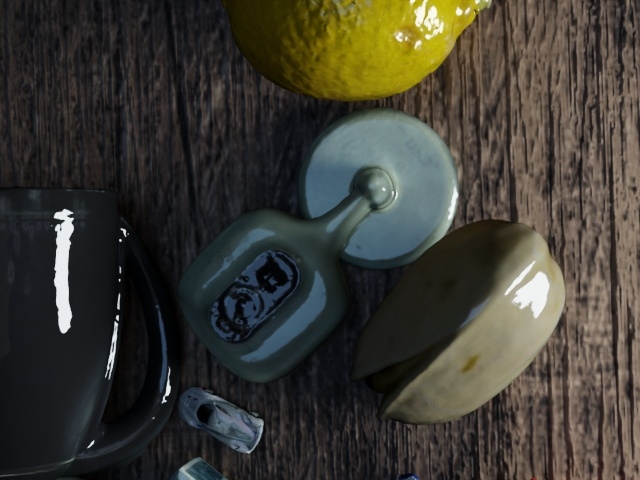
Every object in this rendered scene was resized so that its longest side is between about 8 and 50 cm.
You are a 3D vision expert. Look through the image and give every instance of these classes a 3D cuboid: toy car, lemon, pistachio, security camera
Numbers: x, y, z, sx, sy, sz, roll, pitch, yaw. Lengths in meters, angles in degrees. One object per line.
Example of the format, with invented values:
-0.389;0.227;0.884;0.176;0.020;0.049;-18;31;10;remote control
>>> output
-0.102;0.178;0.993;0.093;0.025;0.041;24;94;10;toy car
0.022;-0.217;0.885;0.257;0.188;0.188;9;92;16;lemon
0.119;0.079;0.895;0.137;0.153;0.238;52;126;16;pistachio
0.000;0.000;0.949;0.301;0.080;0.157;-44;82;5;security camera

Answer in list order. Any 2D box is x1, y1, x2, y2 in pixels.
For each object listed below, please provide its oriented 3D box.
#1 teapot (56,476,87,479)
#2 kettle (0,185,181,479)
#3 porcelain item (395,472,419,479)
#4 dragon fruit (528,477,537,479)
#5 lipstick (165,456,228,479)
-0.270;0.329;0.975;0.294;0.129;0.193;4;92;11;teapot
-0.263;0.095;0.946;0.268;0.207;0.290;-2;89;-24;kettle
0.104;0.295;0.956;0.075;0.021;0.136;5;92;7;porcelain item
0.185;0.302;0.846;0.268;0.205;0.210;-20;87;10;dragon fruit
-0.040;0.326;0.955;0.290;0.077;0.076;36;97;10;lipstick
